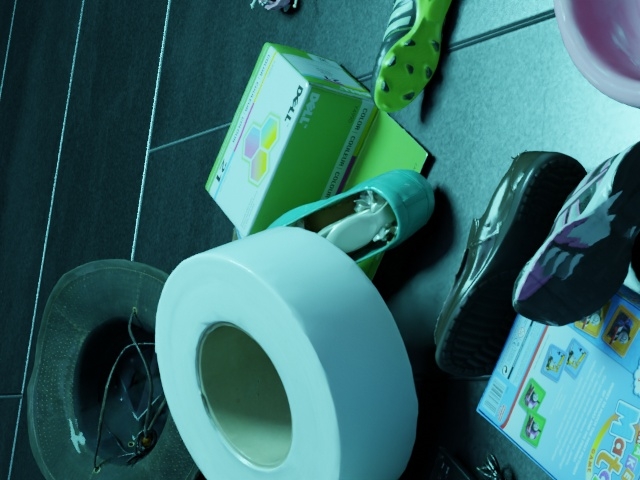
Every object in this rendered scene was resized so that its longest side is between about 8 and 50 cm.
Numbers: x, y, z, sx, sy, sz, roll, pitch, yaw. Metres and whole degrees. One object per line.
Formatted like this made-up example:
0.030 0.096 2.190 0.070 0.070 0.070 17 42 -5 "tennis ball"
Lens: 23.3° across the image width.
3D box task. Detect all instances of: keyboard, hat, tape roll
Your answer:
0.144 0.243 1.340 0.180 0.023 0.108 44 122 55 "keyboard"
-0.200 0.173 1.833 0.331 0.134 0.331 -3 86 42 "hat"
-0.039 0.133 1.493 0.286 0.100 0.286 27 128 42 "tape roll"

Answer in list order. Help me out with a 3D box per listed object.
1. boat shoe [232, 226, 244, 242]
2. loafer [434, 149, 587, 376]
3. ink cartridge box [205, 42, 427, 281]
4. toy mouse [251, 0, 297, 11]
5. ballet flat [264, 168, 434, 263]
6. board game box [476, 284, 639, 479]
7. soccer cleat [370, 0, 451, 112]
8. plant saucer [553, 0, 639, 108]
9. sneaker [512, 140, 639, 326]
-0.067 0.045 1.738 0.183 0.066 0.066 -98 30 -49 "boat shoe"
0.162 0.018 1.356 0.220 0.080 0.078 -63 23 13 "loafer"
-0.009 -0.074 1.646 0.189 0.097 0.255 -66 31 17 "ink cartridge box"
-0.033 -0.317 1.847 0.161 0.031 0.143 -56 36 32 "toy mouse"
0.000 0.000 1.548 0.247 0.087 0.083 -28 89 33 "ballet flat"
0.219 0.116 1.246 0.211 0.039 0.160 42 114 58 "board game box"
0.093 -0.214 1.579 0.179 0.060 0.072 -69 21 0 "soccer cleat"
0.314 -0.253 1.192 0.332 0.084 0.332 -31 52 50 "plant saucer"
0.215 -0.002 1.248 0.178 0.072 0.077 -46 11 -15 "sneaker"
